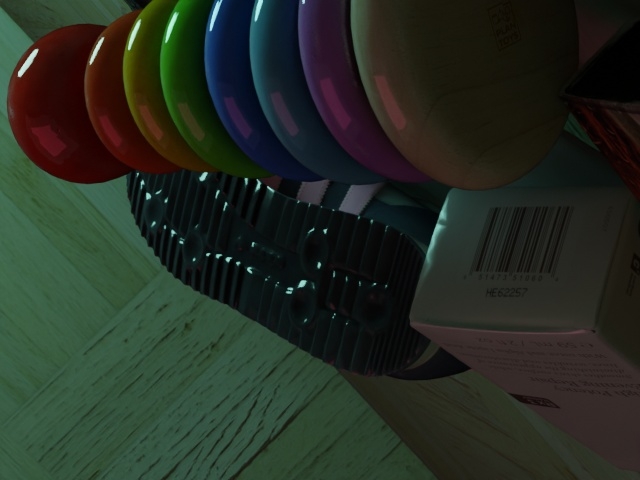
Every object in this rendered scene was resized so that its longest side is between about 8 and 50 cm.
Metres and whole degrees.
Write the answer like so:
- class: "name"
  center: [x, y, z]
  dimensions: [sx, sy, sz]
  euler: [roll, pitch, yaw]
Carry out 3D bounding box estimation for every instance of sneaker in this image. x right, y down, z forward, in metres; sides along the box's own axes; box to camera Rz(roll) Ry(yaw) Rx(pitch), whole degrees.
- class: "sneaker"
  center: [0.000, 0.000, 0.966]
  dimensions: [0.131, 0.112, 0.319]
  euler: [6, -160, -41]

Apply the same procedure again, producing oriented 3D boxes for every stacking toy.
- class: "stacking toy"
  center: [-0.038, -0.086, 0.801]
  dimensions: [0.330, 0.141, 0.141]
  euler: [-4, 136, 44]

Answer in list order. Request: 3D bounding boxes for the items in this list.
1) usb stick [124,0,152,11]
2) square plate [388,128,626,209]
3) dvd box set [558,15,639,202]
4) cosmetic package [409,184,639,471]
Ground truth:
- class: "usb stick"
  center: [-0.170, -0.246, 1.413]
  dimensions: [0.077, 0.045, 0.278]
  euler: [22, 156, 53]
- class: "square plate"
  center: [0.059, -0.046, 0.992]
  dimensions: [0.347, 0.049, 0.344]
  euler: [32, 171, 4]
- class: "dvd box set"
  center: [0.302, 0.085, 0.645]
  dimensions: [0.420, 0.062, 0.307]
  euler: [49, 172, -21]
- class: "cosmetic package"
  center: [0.162, 0.056, 0.836]
  dimensions: [0.117, 0.085, 0.231]
  euler: [1, 154, 43]
